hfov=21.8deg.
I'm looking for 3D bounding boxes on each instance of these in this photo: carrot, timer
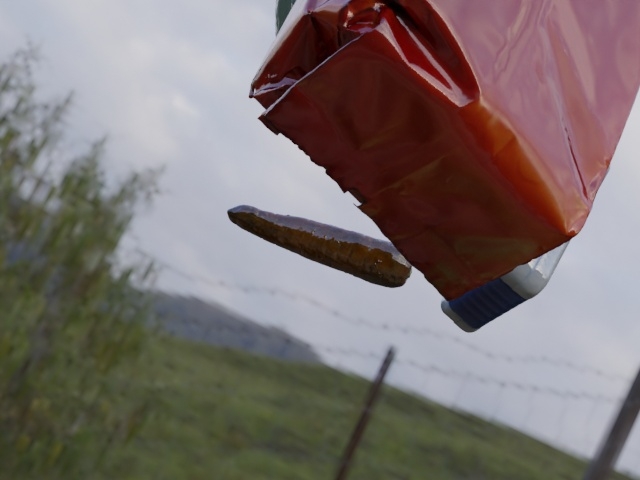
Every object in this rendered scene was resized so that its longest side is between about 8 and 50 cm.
[{"bbox_3d":[0.000,0.000,1.635,0.191,0.047,0.047,20,-13,3],"label":"carrot"},{"bbox_3d":[0.249,-0.013,2.057,0.078,0.253,0.178,41,-37,-8],"label":"timer"}]

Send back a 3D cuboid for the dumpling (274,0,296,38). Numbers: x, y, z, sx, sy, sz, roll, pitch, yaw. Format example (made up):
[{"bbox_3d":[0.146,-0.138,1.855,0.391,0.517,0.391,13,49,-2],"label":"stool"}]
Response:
[{"bbox_3d":[0.076,-0.218,1.293,0.212,0.270,0.320,19,-5,-5],"label":"dumpling"}]

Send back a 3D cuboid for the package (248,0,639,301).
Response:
[{"bbox_3d":[0.115,-0.176,1.035,0.123,0.423,0.196,-15,-52,45],"label":"package"}]
